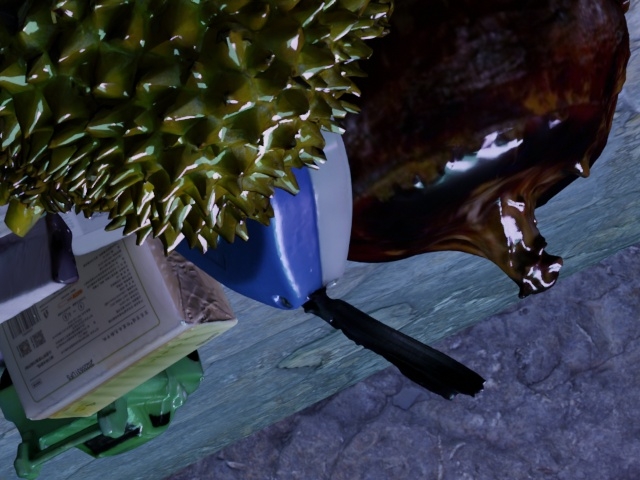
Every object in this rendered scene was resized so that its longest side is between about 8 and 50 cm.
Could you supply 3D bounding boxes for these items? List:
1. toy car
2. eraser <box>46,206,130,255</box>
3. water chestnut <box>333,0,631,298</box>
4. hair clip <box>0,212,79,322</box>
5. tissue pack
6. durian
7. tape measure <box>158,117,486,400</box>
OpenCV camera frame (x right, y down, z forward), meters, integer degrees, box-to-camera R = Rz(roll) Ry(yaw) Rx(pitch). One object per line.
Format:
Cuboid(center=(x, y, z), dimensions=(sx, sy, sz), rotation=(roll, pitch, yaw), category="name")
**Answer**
Cuboid(center=(-0.286, 0.208, 1.523), dimensions=(0.213, 0.176, 0.359), rotation=(-28, 165, 9), category="toy car")
Cuboid(center=(-0.210, -0.074, 0.960), dimensions=(0.089, 0.061, 0.352), rotation=(-23, 165, -9), category="eraser")
Cuboid(center=(0.120, -0.091, 0.971), dimensions=(0.351, 0.302, 0.350), rotation=(-21, 166, -5), category="water chestnut")
Cuboid(center=(-0.350, 0.056, 1.041), dimensions=(0.101, 0.085, 0.331), rotation=(-3, 160, -43), category="hair clip")
Cuboid(center=(-0.230, 0.074, 1.213), dimensions=(0.234, 0.159, 0.125), rotation=(-33, 163, 22), category="tissue pack")
Cuboid(center=(-0.103, -0.123, 0.661), dimensions=(0.258, 0.258, 0.293), rotation=(-12, 177, -39), category="durian")
Cuboid(center=(-0.025, -0.026, 0.843), dimensions=(0.098, 0.351, 0.215), rotation=(-31, 133, -31), category="tape measure")
